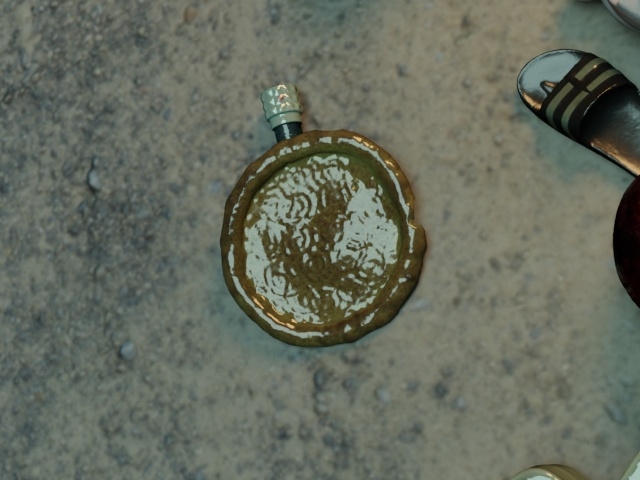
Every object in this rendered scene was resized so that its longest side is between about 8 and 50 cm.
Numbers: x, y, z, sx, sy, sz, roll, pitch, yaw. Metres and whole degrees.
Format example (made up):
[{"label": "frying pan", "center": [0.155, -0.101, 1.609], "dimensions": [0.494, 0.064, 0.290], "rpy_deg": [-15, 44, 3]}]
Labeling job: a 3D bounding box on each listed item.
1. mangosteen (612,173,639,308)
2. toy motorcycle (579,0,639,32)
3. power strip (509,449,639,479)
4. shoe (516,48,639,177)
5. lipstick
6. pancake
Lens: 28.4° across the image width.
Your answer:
[{"label": "mangosteen", "center": [0.292, 0.000, 0.952], "dimensions": [0.152, 0.152, 0.152], "rpy_deg": [-4, 80, 21]}, {"label": "toy motorcycle", "center": [0.269, -0.254, 1.030], "dimensions": [0.171, 0.110, 0.260], "rpy_deg": [-35, 65, 26]}, {"label": "power strip", "center": [0.230, 0.255, 0.945], "dimensions": [0.229, 0.141, 0.261], "rpy_deg": [36, 98, 22]}, {"label": "shoe", "center": [0.238, -0.105, 1.043], "dimensions": [0.179, 0.049, 0.071], "rpy_deg": [40, 97, 22]}, {"label": "lipstick", "center": [-0.027, -0.083, 1.157], "dimensions": [0.037, 0.037, 0.116], "rpy_deg": [-15, 81, 19]}, {"label": "pancake", "center": [0.000, 0.000, 1.123], "dimensions": [0.199, 0.021, 0.199], "rpy_deg": [1, 93, 16]}]
